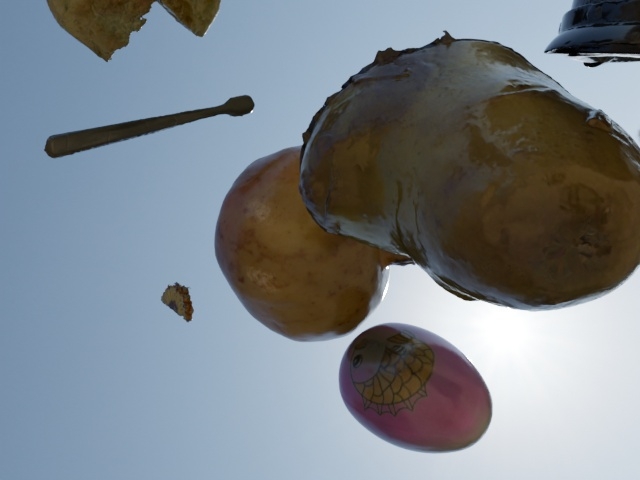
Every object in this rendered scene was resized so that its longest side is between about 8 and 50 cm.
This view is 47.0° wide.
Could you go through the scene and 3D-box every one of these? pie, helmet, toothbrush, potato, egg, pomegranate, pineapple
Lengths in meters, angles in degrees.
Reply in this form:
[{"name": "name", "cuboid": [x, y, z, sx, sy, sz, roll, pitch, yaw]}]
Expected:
[{"name": "pie", "cuboid": [-0.333, -0.489, 1.297, 0.337, 0.075, 0.338, -4, -78, -20]}, {"name": "helmet", "cuboid": [0.362, -0.250, 0.727, 0.278, 0.230, 0.161, -2, -76, -25]}, {"name": "toothbrush", "cuboid": [-0.233, -0.160, 1.024, 0.297, 0.030, 0.030, -17, -91, -21]}, {"name": "potato", "cuboid": [0.158, -0.060, 0.806, 0.296, 0.396, 0.290, -74, -7, -67]}, {"name": "egg", "cuboid": [0.152, 0.236, 1.179, 0.196, 0.271, 0.196, -21, -64, -51]}, {"name": "pomegranate", "cuboid": [0.000, 0.000, 1.240, 0.342, 0.342, 0.343, 3, -93, -47]}, {"name": "pineapple", "cuboid": [-0.214, 0.087, 1.107, 0.019, 0.083, 0.045, -4, -70, -39]}]
